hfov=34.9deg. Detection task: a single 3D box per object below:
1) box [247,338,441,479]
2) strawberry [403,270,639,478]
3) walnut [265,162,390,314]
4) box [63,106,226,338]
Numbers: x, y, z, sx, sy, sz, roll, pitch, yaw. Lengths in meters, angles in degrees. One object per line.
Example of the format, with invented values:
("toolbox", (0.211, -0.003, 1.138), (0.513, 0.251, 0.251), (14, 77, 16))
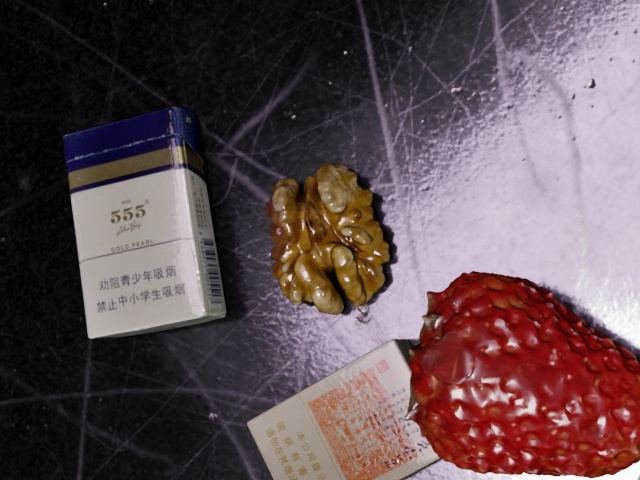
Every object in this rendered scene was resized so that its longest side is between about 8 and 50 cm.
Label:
("box", (0.036, 0.214, 1.122), (0.201, 0.058, 0.141), (-30, 76, 15))
("strawberry", (0.212, 0.143, 0.986), (0.244, 0.205, 0.205), (16, 91, 23))
("walnut", (0.000, 0.000, 1.149), (0.143, 0.069, 0.170), (-20, 81, 16))
("box", (-0.214, -0.020, 1.229), (0.168, 0.071, 0.259), (-11, 81, 19))
